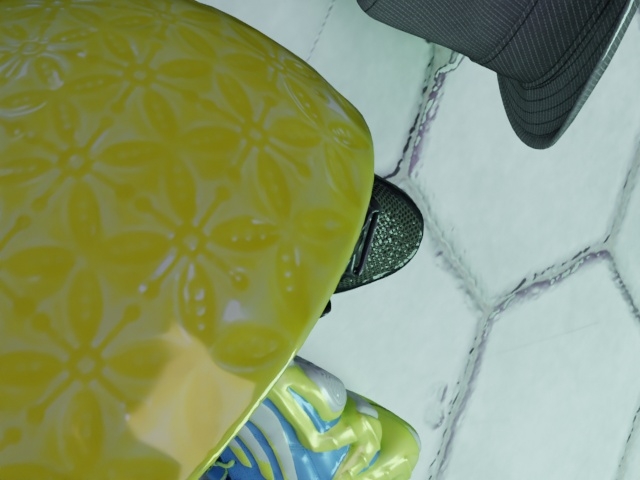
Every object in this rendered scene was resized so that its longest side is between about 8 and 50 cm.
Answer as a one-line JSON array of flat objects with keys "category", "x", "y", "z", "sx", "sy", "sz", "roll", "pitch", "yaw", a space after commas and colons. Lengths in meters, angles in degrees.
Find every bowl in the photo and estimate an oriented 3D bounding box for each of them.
[{"category": "bowl", "x": -0.140, "y": -0.006, "z": 0.459, "sx": 0.156, "sy": 0.289, "sz": 0.289, "roll": 47, "pitch": 71, "yaw": -25}]

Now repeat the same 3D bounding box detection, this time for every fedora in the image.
[{"category": "fedora", "x": 0.091, "y": -0.192, "z": 0.664, "sx": 0.124, "sy": 0.244, "sz": 0.275, "roll": 10, "pitch": 135, "yaw": -12}]

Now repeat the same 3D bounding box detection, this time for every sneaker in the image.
[{"category": "sneaker", "x": 0.000, "y": 0.000, "z": 0.677, "sx": 0.227, "sy": 0.130, "sz": 0.087, "roll": 13, "pitch": 98, "yaw": -47}, {"category": "sneaker", "x": -0.030, "y": 0.130, "z": 0.722, "sx": 0.240, "sy": 0.091, "sz": 0.126, "roll": 35, "pitch": 81, "yaw": -45}]
